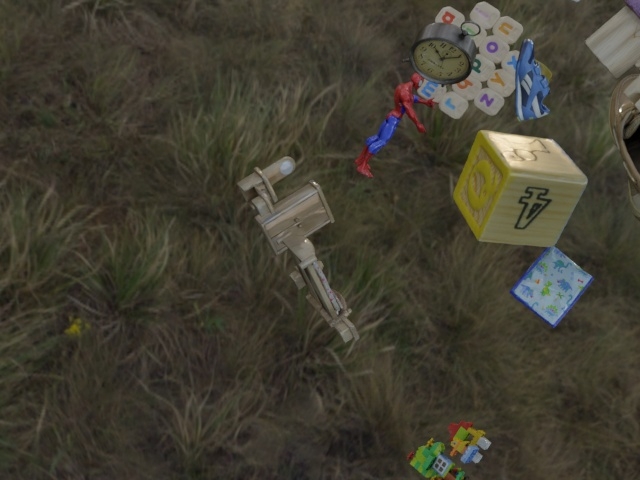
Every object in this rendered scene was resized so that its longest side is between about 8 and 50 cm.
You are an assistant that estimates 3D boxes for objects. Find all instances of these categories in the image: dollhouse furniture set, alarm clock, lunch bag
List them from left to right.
[{"bbox_3d":[0.000,0.000,1.619,0.173,0.303,0.355,-33,37,-10],"label":"dollhouse furniture set"},{"bbox_3d":[0.255,-0.382,1.420,0.129,0.192,0.064,29,67,-15],"label":"alarm clock"},{"bbox_3d":[0.523,0.109,1.639,0.128,0.096,0.151,40,64,13],"label":"lunch bag"}]

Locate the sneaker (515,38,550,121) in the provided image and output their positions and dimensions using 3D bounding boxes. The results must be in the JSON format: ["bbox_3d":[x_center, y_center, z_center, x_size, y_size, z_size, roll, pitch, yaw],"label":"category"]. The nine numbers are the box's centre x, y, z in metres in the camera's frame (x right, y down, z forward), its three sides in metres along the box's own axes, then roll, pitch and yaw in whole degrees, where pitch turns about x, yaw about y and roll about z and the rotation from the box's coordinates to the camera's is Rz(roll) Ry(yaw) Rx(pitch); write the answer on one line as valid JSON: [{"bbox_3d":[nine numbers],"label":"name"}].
[{"bbox_3d":[0.368,-0.278,1.240,0.059,0.144,0.053,2,30,21],"label":"sneaker"}]

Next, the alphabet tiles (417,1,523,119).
[{"bbox_3d":[0.381,-0.458,1.829,0.278,0.021,0.284,38,99,14],"label":"alphabet tiles"}]

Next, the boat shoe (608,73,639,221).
[{"bbox_3d":[0.591,-0.191,1.282,0.121,0.110,0.341,-11,51,20],"label":"boat shoe"}]

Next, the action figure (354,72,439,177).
[{"bbox_3d":[0.209,-0.282,1.806,0.139,0.280,0.091,20,25,-16],"label":"action figure"}]

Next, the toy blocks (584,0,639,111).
[{"bbox_3d":[0.391,-0.113,0.497,0.309,0.260,0.289,34,30,-29],"label":"toy blocks"}]

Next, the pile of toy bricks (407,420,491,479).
[{"bbox_3d":[0.213,0.431,1.354,0.105,0.118,0.212,36,100,34],"label":"pile of toy bricks"}]

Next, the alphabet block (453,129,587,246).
[{"bbox_3d":[0.443,-0.117,1.617,0.197,0.194,0.192,5,34,-15],"label":"alphabet block"}]

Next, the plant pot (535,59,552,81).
[{"bbox_3d":[0.612,-0.463,2.042,0.083,0.081,0.082,28,93,16],"label":"plant pot"}]
